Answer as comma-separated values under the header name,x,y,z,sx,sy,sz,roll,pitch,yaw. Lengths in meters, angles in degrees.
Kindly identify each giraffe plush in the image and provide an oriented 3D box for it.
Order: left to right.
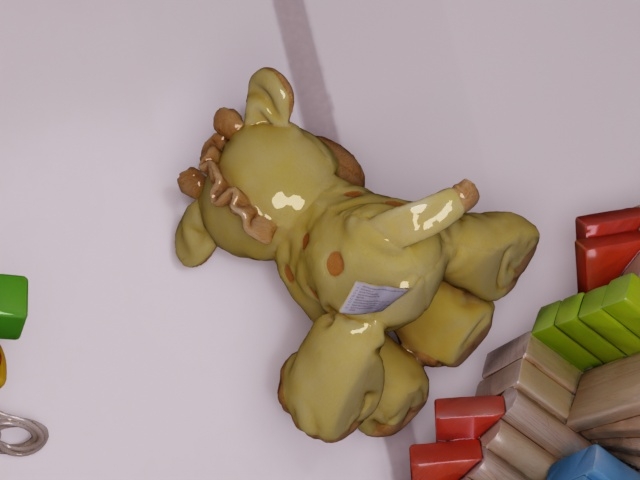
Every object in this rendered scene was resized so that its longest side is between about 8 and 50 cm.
name,x,y,z,sx,sy,sz,roll,pitch,yaw
giraffe plush,0.000,0.000,0.989,0.170,0.210,0.181,40,89,26

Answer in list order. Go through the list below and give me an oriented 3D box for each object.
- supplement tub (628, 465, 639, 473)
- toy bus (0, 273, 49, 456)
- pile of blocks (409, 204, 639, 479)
name,x,y,z,sx,sy,sz,roll,pitch,yaw
supplement tub,0.258,0.158,1.025,0.144,0.144,0.199,29,81,-8
toy bus,-0.255,0.034,0.948,0.191,0.202,0.104,-2,56,-5
pile of blocks,0.132,0.113,0.991,0.112,0.149,0.362,36,80,-20
